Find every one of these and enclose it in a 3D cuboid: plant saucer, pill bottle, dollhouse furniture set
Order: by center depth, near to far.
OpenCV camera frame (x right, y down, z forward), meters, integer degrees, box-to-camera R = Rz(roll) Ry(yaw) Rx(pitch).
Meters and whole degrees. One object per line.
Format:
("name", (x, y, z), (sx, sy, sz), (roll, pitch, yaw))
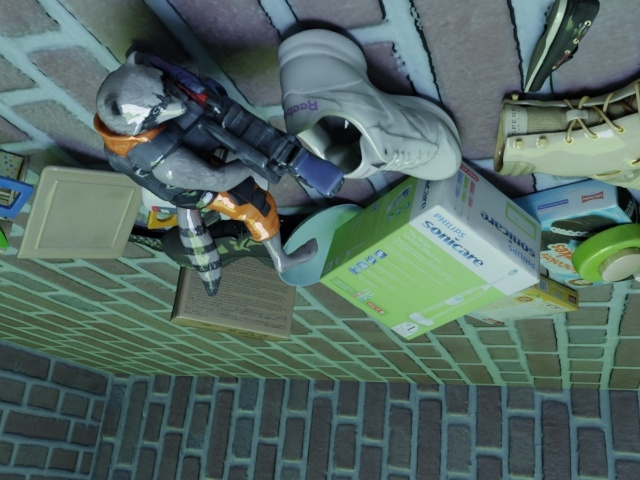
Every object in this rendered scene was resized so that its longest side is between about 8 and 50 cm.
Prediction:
("pill bottle", (-0.169, -0.087, 0.954), (0.180, 0.107, 0.108), (7, 158, -3))
("dollhouse furniture set", (-0.585, -0.077, 1.012), (0.182, 0.160, 0.101), (15, 156, -25))
("plant saucer", (0.000, 0.000, 1.130), (0.195, 0.037, 0.195), (-26, 146, -19))

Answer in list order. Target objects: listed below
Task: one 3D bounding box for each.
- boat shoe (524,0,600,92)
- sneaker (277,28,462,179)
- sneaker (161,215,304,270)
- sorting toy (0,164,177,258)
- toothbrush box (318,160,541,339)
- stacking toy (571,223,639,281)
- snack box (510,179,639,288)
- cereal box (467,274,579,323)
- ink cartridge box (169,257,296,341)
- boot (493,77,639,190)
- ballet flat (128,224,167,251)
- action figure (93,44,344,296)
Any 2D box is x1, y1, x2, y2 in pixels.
("boat shoe", (0.244, -0.197, 0.652), (0.042, 0.048, 0.133), (13, 154, 4))
("sneaker", (0.062, -0.118, 0.758), (0.305, 0.152, 0.114), (23, 147, -39))
("sneaker", (-0.152, -0.013, 1.170), (0.286, 0.109, 0.130), (-2, 152, -5))
("sorting toy", (-0.397, -0.048, 1.059), (0.348, 0.047, 0.196), (2, 129, -44))
("toothbrush box", (0.168, 0.022, 0.996), (0.206, 0.122, 0.283), (34, 140, -19))
("stacking toy", (0.557, 0.033, 0.933), (0.309, 0.130, 0.279), (12, 141, -28))
("snack box", (0.459, -0.002, 1.071), (0.187, 0.060, 0.322), (-15, 151, 40))
("cereal box", (0.437, 0.138, 1.444), (0.173, 0.047, 0.240), (22, 154, -35))
("ink cartridge box", (-0.171, 0.093, 1.290), (0.235, 0.193, 0.088), (15, 159, -20))
("boot", (0.314, -0.143, 0.721), (0.204, 0.095, 0.262), (6, 161, 5))
("ballet flat", (-0.379, -0.022, 1.272), (0.173, 0.057, 0.049), (19, 114, -33))
("action figure", (-0.122, -0.062, 0.702), (0.341, 0.178, 0.330), (34, 166, 37))
